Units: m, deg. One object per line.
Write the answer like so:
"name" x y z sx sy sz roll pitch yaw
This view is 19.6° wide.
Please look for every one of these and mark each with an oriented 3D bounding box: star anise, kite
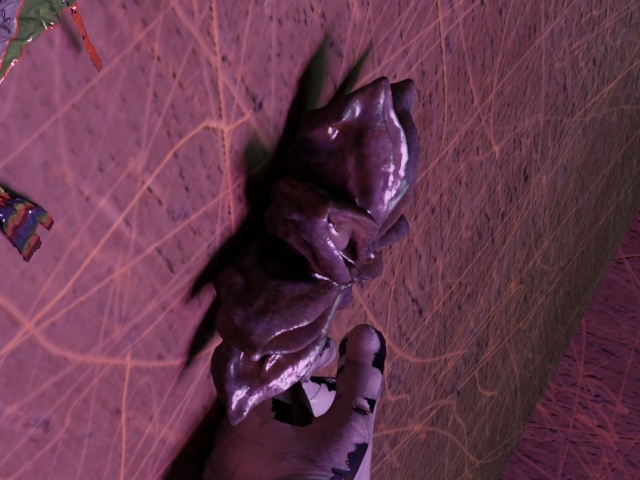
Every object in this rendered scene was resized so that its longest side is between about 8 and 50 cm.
"star anise" 0.003 -0.010 1.048 0.212 0.073 0.197 -49 163 -53
"kite" -0.125 -0.024 0.662 0.198 0.006 0.244 -57 170 -14

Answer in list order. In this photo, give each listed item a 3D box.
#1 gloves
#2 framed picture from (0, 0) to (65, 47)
"gloves" -0.018 0.130 1.178 0.212 0.111 0.128 -93 -170 -54
"framed picture" -0.085 -0.170 0.573 0.197 0.014 0.252 -47 158 -48
